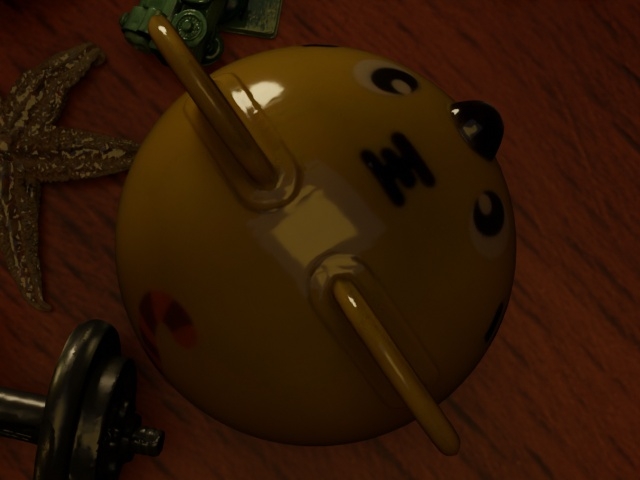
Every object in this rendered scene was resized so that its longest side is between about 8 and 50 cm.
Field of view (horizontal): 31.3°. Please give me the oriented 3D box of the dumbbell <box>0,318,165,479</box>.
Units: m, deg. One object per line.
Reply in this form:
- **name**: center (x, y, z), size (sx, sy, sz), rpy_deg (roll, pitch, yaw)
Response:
- **dumbbell**: center (-0.280, 0.149, 1.006), size (0.290, 0.192, 0.192), rpy_deg (10, 82, 4)

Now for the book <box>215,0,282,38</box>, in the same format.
- **book**: center (-0.104, -0.258, 1.148), size (0.135, 0.017, 0.103), rpy_deg (10, 81, 2)

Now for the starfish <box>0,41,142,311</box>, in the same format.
- **starfish**: center (-0.274, -0.085, 1.110), size (0.231, 0.048, 0.295), rpy_deg (-21, 83, -2)

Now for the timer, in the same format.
- **timer**: center (0.000, 0.000, 0.927), size (0.376, 0.387, 0.376), rpy_deg (0, 85, 2)

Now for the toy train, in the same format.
- **toy train**: center (-0.126, -0.250, 1.104), size (0.105, 0.071, 0.178), rpy_deg (19, 81, 14)
